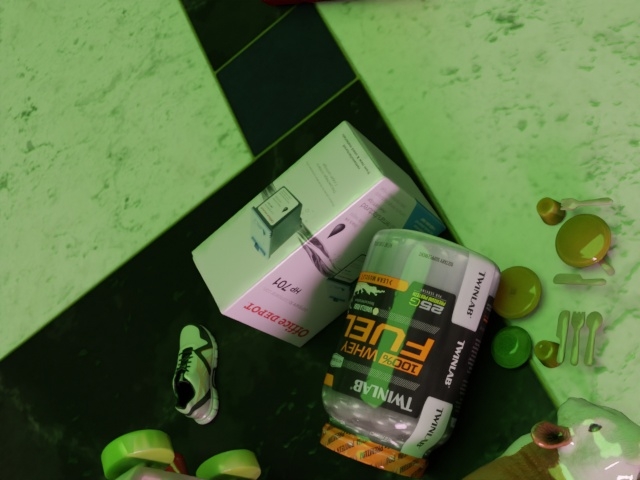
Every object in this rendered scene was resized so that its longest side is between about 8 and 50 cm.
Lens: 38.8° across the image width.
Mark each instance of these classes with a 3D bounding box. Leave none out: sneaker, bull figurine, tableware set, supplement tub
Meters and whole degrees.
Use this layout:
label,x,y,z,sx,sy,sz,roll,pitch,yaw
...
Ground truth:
label,x,y,z,sx,sy,sz,roll,pitch,yaw
sneaker,-0.130,0.131,0.932,0.040,0.043,0.109,-27,56,23
bull figurine,0.125,0.247,0.671,0.310,0.101,0.188,-26,60,13
tableware set,0.197,0.036,0.776,0.104,0.024,0.154,0,71,36
supplement tub,0.072,0.095,0.767,0.117,0.117,0.190,13,80,36

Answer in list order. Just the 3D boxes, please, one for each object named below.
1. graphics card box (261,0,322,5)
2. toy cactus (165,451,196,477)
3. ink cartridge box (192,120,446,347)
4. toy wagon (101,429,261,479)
label,x,y,z,sx,sy,sz,roll,pitch,yaw
graphics card box,0.055,-0.451,1.028,0.232,0.094,0.371,5,74,35
toy cactus,-0.150,0.326,0.837,0.180,0.112,0.219,32,81,28
ink cartridge box,0.000,0.000,0.842,0.190,0.139,0.082,-41,56,12
toy wagon,-0.097,0.272,0.660,0.068,0.344,0.267,-35,55,18
